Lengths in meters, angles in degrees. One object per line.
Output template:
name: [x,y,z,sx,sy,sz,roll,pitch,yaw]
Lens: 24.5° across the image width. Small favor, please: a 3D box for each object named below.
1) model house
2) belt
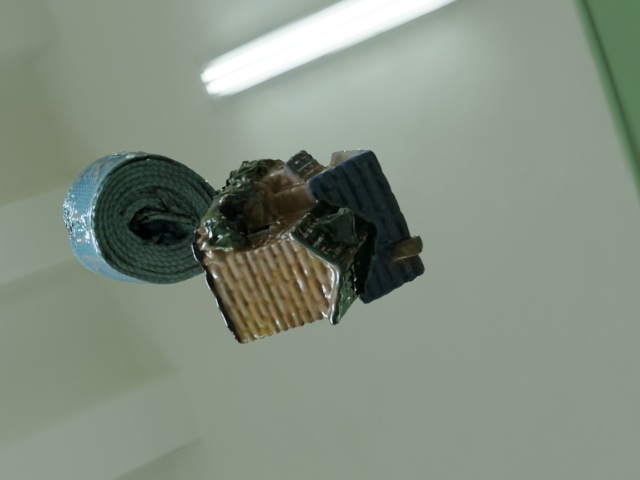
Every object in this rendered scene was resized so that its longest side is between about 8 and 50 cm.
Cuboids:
model house: [0.000,0.000,1.423,0.166,0.172,0.183,68,-152,-15]
belt: [-0.180,-0.022,1.541,0.163,0.082,0.148,-21,-72,-39]
